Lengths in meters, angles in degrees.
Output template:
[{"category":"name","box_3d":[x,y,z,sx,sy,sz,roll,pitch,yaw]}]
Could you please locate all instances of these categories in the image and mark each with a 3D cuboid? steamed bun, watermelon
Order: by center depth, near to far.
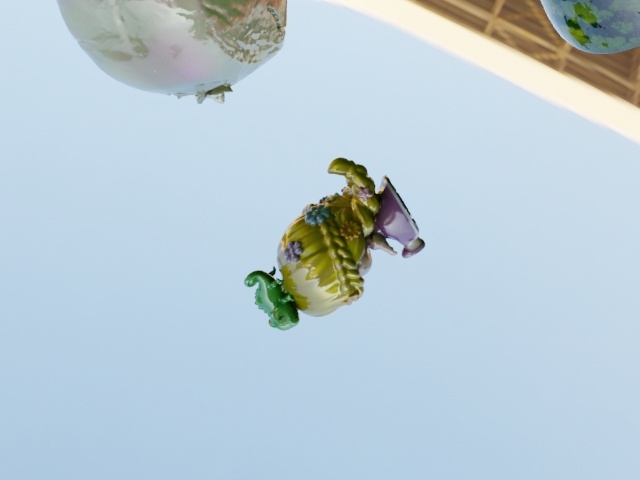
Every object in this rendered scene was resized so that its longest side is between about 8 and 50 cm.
[{"category":"watermelon","box_3d":[0.172,-0.176,0.710,0.069,0.087,0.163,36,-172,-31]},{"category":"steamed bun","box_3d":[-0.131,-0.203,1.024,0.170,0.152,0.238,0,-175,22]}]

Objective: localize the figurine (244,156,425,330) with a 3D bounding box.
[{"category":"figurine","box_3d":[0.000,0.000,0.954,0.115,0.156,0.095,56,-177,-30]}]
